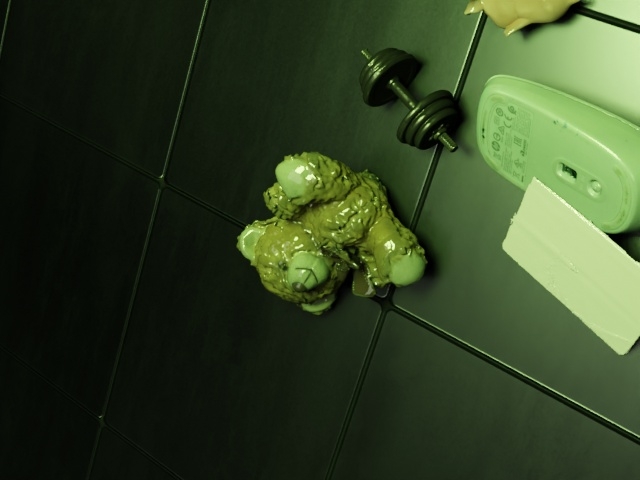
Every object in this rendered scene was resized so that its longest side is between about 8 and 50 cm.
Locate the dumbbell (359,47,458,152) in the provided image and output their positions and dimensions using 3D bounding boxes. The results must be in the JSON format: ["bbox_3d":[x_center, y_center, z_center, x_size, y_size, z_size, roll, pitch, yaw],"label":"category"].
[{"bbox_3d":[0.126,-0.202,1.434,0.208,0.099,0.099,51,120,21],"label":"dumbbell"}]

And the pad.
[{"bbox_3d":[0.340,0.035,1.321,0.232,0.004,0.156,45,148,23],"label":"pad"}]

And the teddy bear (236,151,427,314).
[{"bbox_3d":[0.000,0.000,1.513,0.267,0.156,0.256,43,117,-10],"label":"teddy bear"}]

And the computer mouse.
[{"bbox_3d":[0.330,-0.118,1.295,0.288,0.097,0.159,37,148,35],"label":"computer mouse"}]

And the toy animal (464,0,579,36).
[{"bbox_3d":[0.272,-0.327,1.328,0.150,0.083,0.089,5,141,25],"label":"toy animal"}]
